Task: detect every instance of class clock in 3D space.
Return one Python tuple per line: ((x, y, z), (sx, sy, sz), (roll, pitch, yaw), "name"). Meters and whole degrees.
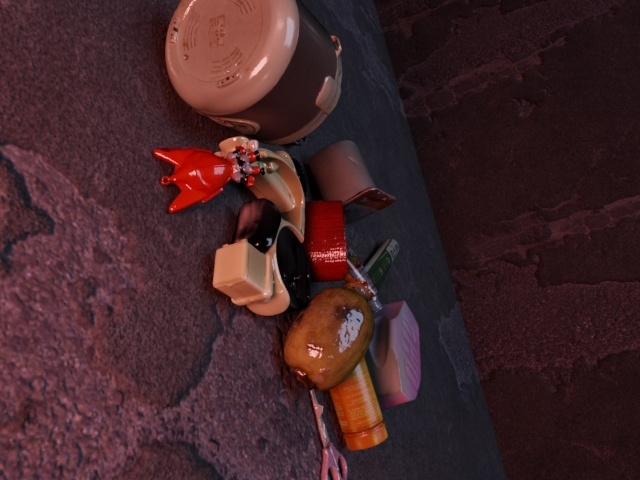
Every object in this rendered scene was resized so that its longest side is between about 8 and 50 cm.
((-0.102, -0.045, 0.975), (0.276, 0.120, 0.378), (43, 36, -54), "clock")

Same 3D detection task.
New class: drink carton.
((0.062, -0.155, 1.367), (0.185, 0.191, 0.189), (3, 60, -63), "drink carton")

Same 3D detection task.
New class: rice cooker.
((-0.120, -0.336, 0.962), (0.277, 0.289, 0.288), (14, 61, -65), "rice cooker")

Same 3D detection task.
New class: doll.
((-0.177, -0.113, 0.831), (0.057, 0.169, 0.109), (139, -65, -73), "doll")

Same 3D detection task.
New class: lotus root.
((0.034, 0.170, 1.011), (0.278, 0.154, 0.154), (-53, 126, -33), "lotus root")

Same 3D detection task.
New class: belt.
((0.000, 0.000, 1.160), (0.128, 0.124, 0.200), (82, 5, -62), "belt")

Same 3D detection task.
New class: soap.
((0.197, 0.314, 1.385), (0.192, 0.109, 0.323), (56, 28, -31), "soap")

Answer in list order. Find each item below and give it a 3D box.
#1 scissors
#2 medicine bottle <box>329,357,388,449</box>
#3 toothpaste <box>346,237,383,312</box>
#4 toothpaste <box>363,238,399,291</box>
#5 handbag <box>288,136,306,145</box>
((0.012, 0.398, 1.012), (0.110, 0.021, 0.212), (3, 71, -68), "scissors")
((0.074, 0.341, 1.096), (0.096, 0.096, 0.191), (-8, 81, -67), "medicine bottle")
((0.100, 0.093, 1.417), (0.234, 0.057, 0.089), (61, 30, -3), "toothpaste")
((0.194, 0.073, 1.628), (0.098, 0.061, 0.392), (63, 28, -9), "toothpaste")
((-0.078, -0.271, 1.283), (0.072, 0.047, 0.111), (71, 20, 0), "handbag")
